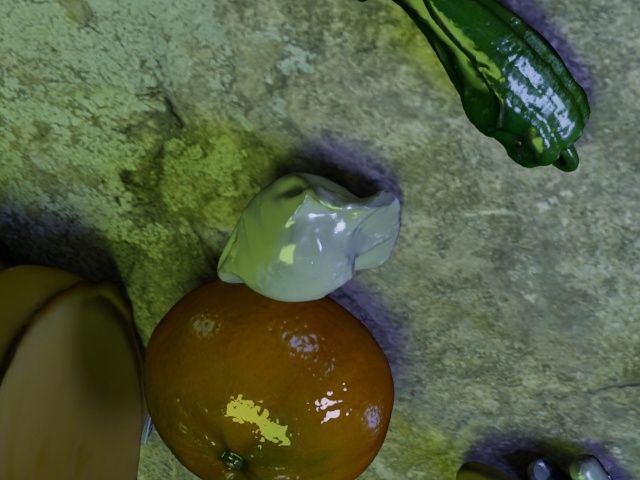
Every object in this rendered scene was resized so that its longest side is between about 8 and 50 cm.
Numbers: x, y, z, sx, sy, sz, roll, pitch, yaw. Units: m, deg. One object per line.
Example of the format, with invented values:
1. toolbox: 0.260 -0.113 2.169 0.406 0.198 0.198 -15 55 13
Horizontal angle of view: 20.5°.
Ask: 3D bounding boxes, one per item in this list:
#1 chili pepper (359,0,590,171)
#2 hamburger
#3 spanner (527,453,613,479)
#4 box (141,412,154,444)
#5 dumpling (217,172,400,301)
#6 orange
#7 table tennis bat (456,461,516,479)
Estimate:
1. chili pepper: 0.108 -0.137 1.278 0.257 0.074 0.100 45 143 -14
2. hamburger: -0.365 0.205 1.711 0.277 0.396 0.396 9 140 22
3. spanner: 0.313 0.325 1.681 0.325 0.040 0.095 53 149 -17
4. box: -0.201 0.179 1.882 0.054 0.024 0.083 26 144 6
5. dumpling: -0.001 0.000 1.501 0.134 0.100 0.169 8 130 -34
6. orange: -0.052 0.140 1.618 0.240 0.171 0.240 18 144 14
7. table tennis bat: 0.223 0.322 1.729 0.198 0.050 0.321 32 161 39
